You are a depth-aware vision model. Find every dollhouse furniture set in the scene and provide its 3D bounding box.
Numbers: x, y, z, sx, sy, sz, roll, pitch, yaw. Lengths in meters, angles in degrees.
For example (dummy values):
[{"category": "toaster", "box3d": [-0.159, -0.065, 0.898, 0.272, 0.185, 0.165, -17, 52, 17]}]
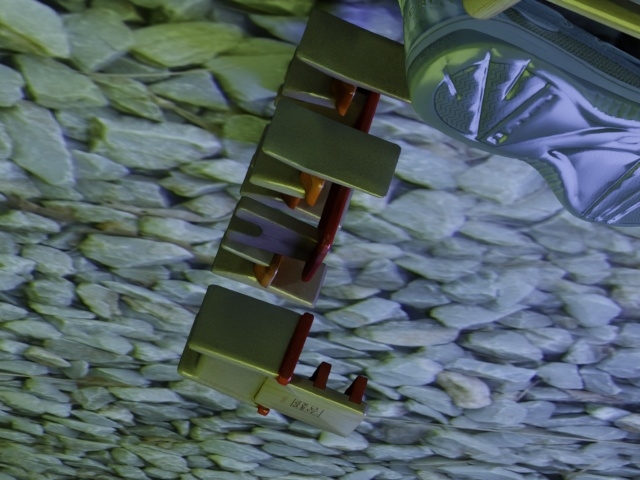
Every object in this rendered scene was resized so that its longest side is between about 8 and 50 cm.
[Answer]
[{"category": "dollhouse furniture set", "box3d": [0.000, 0.000, 1.207, 0.135, 0.259, 0.262, 20, 157, -4]}]

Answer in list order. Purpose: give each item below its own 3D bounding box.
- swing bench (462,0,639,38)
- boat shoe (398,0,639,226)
[{"category": "swing bench", "box3d": [0.189, -0.220, 0.624, 0.165, 0.253, 0.255, 20, 156, -5]}, {"category": "boat shoe", "box3d": [0.177, -0.099, 1.145, 0.320, 0.103, 0.118, 20, 135, -38]}]
